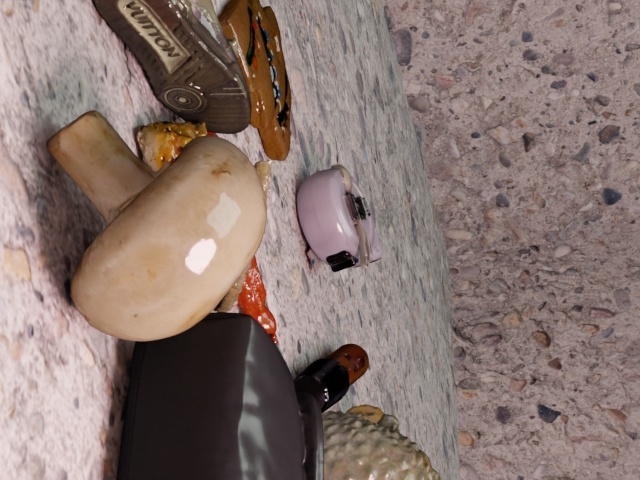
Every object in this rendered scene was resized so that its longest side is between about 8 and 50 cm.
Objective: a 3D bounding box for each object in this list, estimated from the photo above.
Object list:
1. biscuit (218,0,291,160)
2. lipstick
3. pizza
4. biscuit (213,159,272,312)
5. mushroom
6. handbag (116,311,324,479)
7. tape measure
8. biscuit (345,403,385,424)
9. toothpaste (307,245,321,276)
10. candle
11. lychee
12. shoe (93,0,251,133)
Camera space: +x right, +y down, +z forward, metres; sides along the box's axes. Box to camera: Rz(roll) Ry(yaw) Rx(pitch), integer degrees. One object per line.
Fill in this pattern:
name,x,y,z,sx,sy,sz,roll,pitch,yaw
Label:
biscuit,-0.095,-0.274,1.651,0.301,0.043,0.278,36,47,-73
lipstick,0.021,0.228,1.762,0.418,0.077,0.077,-10,91,-78
pizza,-0.148,-0.030,1.160,0.161,0.086,0.305,66,18,-47
biscuit,-0.100,0.017,1.219,0.250,0.032,0.133,124,-26,-59
mushroom,-0.160,-0.025,0.944,0.215,0.207,0.207,47,18,-4
handbag,-0.082,0.254,1.042,0.275,0.178,0.301,62,23,-55
tape measure,0.039,-0.037,1.874,0.178,0.105,0.196,-26,97,-66
biscuit,0.074,0.423,1.827,0.274,0.091,0.213,-50,128,-76
toothpaste,0.000,0.000,1.928,0.190,0.031,0.048,-70,146,-60
candle,-0.113,0.003,1.380,0.051,0.048,0.329,24,-46,54
lychee,0.045,0.365,1.444,0.274,0.255,0.255,-61,155,-14
shoe,-0.153,-0.254,1.206,0.293,0.109,0.149,52,36,-54
